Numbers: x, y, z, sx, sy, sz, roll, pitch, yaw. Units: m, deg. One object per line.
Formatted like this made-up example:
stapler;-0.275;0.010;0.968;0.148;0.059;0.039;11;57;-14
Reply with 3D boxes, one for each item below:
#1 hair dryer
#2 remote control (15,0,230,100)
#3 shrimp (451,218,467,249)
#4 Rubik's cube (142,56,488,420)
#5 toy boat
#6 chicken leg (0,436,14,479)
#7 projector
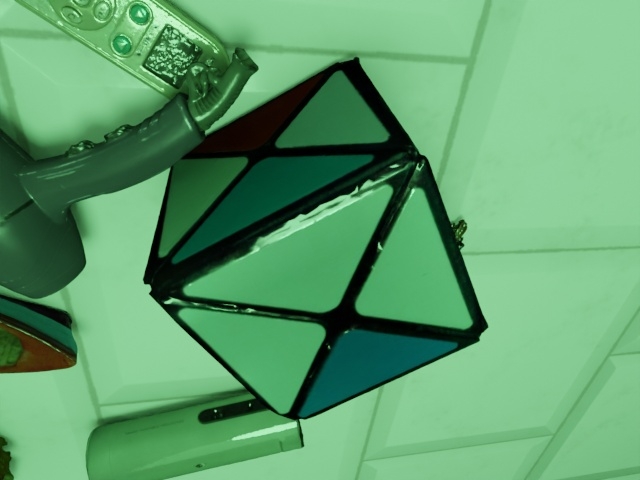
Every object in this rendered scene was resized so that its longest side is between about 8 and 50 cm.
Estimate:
hair dryer;-0.232;-0.115;0.433;0.361;0.121;0.301;-20;122;4
remote control;-0.185;-0.207;0.432;0.221;0.042;0.078;29;113;-31
shrimp;0.140;0.034;0.685;0.190;0.042;0.101;-40;117;17
Rubik's cube;-0.001;0.000;0.497;0.250;0.248;0.246;-27;128;7
toy boat;-0.495;0.092;0.547;0.392;0.079;0.136;14;118;-21
chicken leg;-0.596;0.324;0.652;0.211;0.140;0.361;-19;131;11
projector;-0.201;0.330;0.773;0.337;0.108;0.108;-11;127;-6
